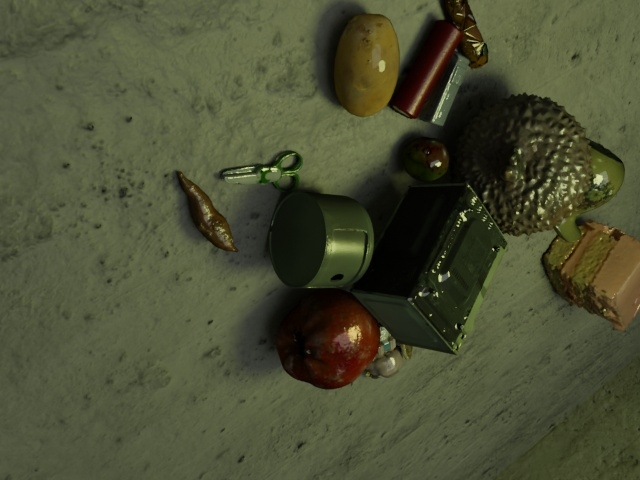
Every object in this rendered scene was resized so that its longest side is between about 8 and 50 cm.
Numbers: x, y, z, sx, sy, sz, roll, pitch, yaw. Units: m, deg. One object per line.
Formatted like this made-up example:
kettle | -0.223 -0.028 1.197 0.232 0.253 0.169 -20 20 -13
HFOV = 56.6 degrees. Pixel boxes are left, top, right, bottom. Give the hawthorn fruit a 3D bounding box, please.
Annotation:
hawthorn fruit | 0.021 0.254 1.568 0.284 0.284 0.284 -19 126 -28

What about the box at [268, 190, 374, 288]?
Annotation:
box | 0.000 0.000 1.414 0.149 0.226 0.226 2 115 -38

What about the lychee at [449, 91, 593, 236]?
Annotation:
lychee | 0.546 -0.202 1.616 0.432 0.380 0.381 -14 128 -62

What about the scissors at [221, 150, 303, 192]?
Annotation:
scissors | -0.131 -0.153 1.360 0.204 0.027 0.101 -8 120 -36

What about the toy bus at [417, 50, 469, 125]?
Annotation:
toy bus | 0.311 -0.391 1.518 0.064 0.075 0.191 8 112 -39

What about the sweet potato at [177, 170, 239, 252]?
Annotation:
sweet potato | -0.256 -0.058 1.307 0.068 0.068 0.226 -38 115 -13

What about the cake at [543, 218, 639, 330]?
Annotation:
cake | 1.053 0.113 2.228 0.293 0.306 0.314 -51 135 -2

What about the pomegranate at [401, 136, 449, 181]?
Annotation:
pomegranate | 0.280 -0.217 1.575 0.130 0.130 0.130 -19 126 -28

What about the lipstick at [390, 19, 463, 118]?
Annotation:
lipstick | 0.260 -0.418 1.461 0.080 0.080 0.241 22 101 -43

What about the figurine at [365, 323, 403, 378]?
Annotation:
figurine | 0.198 0.353 1.864 0.137 0.112 0.229 -27 123 -28

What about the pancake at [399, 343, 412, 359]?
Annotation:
pancake | 0.272 0.314 1.899 0.022 0.140 0.139 -13 135 18

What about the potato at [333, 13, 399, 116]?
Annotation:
potato | 0.104 -0.386 1.331 0.150 0.146 0.234 -2 123 -2

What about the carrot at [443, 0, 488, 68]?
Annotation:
carrot | 0.366 -0.528 1.489 0.069 0.069 0.229 -46 133 -5

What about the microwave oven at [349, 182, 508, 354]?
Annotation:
microwave oven | 0.291 0.066 1.504 0.286 0.218 0.355 49 62 -32

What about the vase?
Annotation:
vase | 0.778 -0.188 1.925 0.329 0.241 0.302 20 119 -14
